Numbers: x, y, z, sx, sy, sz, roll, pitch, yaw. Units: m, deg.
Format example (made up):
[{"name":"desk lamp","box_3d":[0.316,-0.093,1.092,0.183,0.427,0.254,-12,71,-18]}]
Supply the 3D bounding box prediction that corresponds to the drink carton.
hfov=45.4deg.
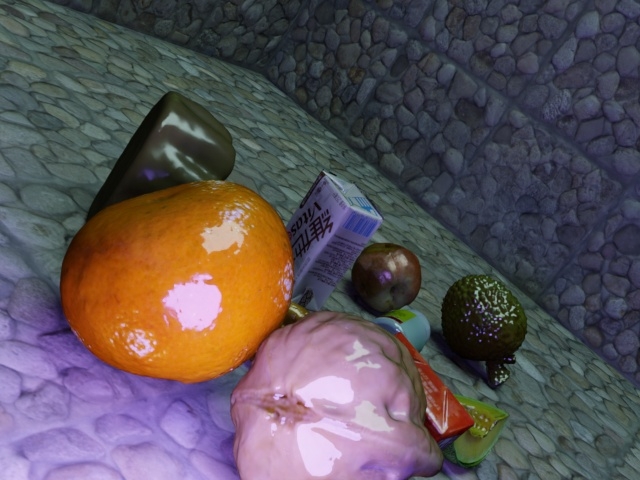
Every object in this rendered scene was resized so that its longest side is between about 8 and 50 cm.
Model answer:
[{"name":"drink carton","box_3d":[0.000,-0.001,2.041,0.132,0.325,0.194,20,22,-36]}]

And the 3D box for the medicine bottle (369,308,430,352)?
[{"name":"medicine bottle","box_3d":[0.204,0.258,2.047,0.139,0.139,0.225,41,19,18]}]

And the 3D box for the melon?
[{"name":"melon","box_3d":[0.307,0.444,1.814,0.169,0.129,0.265,20,9,40]}]

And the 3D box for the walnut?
[{"name":"walnut","box_3d":[0.029,0.300,1.286,0.383,0.384,0.384,31,18,-11]}]

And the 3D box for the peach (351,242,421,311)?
[{"name":"peach","box_3d":[0.188,0.101,2.333,0.214,0.214,0.235,23,15,-32]}]

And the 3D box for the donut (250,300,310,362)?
[{"name":"donut","box_3d":[-0.085,0.215,1.688,0.226,0.114,0.227,30,20,-12]}]

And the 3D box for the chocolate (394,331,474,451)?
[{"name":"chocolate","box_3d":[0.142,0.347,1.528,0.235,0.237,0.108,52,31,17]}]

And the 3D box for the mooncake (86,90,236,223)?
[{"name":"mooncake","box_3d":[-0.352,-0.135,1.718,0.200,0.378,0.378,33,17,-21]}]

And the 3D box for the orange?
[{"name":"orange","box_3d":[-0.242,0.073,1.364,0.424,0.423,0.326,-66,143,-72]}]

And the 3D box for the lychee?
[{"name":"lychee","box_3d":[0.511,0.263,2.378,0.320,0.270,0.270,45,16,-10]}]
